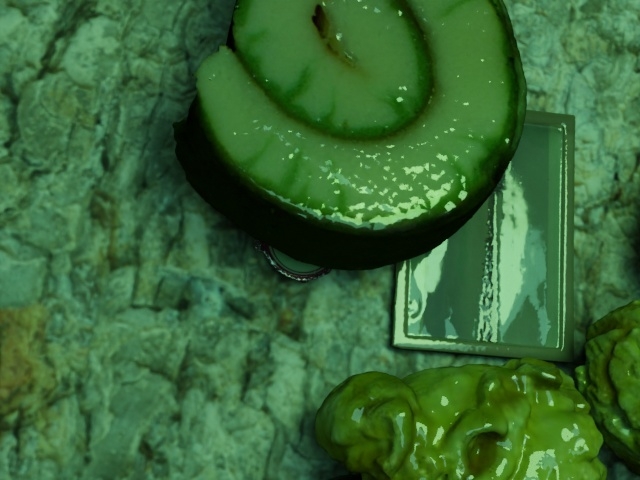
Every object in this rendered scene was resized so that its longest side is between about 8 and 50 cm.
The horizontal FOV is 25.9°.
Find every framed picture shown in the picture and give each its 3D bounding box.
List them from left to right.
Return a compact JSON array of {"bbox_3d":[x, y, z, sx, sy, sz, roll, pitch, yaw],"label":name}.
[{"bbox_3d":[0.186,-0.013,1.559,0.213,0.016,0.289,6,78,-14],"label":"framed picture"}]

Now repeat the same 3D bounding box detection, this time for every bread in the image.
[{"bbox_3d":[0.026,-0.153,1.468,0.382,0.129,0.366,-17,74,-17],"label":"bread"}]

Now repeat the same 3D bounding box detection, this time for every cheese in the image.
[{"bbox_3d":[0.000,0.000,1.494,0.145,0.038,0.095,4,78,-13],"label":"cheese"}]

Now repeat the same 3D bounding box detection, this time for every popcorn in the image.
[{"bbox_3d":[0.147,0.236,1.404,0.286,0.173,0.225,-3,65,-16],"label":"popcorn"},{"bbox_3d":[0.359,0.168,1.493,0.198,0.212,0.197,-2,53,2],"label":"popcorn"}]

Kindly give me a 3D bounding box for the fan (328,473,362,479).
[{"bbox_3d":[0.075,0.317,1.468,0.223,0.012,0.294,33,72,-5],"label":"fan"}]
